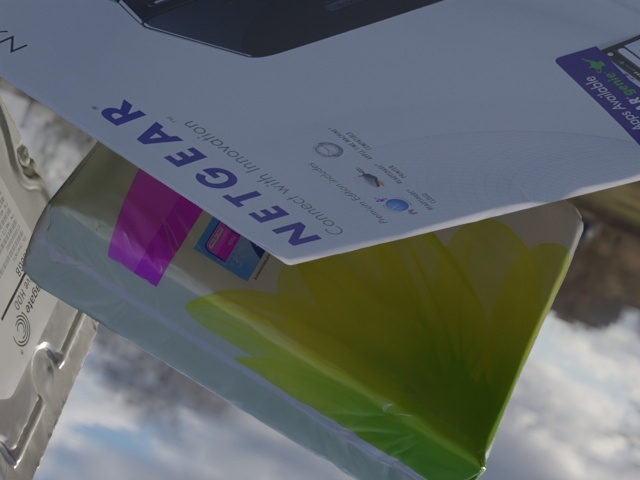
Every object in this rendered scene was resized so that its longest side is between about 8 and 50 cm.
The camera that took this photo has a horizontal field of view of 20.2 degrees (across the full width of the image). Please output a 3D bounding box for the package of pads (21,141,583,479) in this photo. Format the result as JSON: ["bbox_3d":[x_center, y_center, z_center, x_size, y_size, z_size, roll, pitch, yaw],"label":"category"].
[{"bbox_3d":[0.000,0.000,1.116,0.296,0.229,0.101,33,141,-3],"label":"package of pads"}]

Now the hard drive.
[{"bbox_3d":[-0.263,0.002,1.219,0.064,0.237,0.339,-6,129,21],"label":"hard drive"}]

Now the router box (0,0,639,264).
[{"bbox_3d":[0.010,-0.121,0.585,0.301,0.082,0.335,-15,147,35],"label":"router box"}]
